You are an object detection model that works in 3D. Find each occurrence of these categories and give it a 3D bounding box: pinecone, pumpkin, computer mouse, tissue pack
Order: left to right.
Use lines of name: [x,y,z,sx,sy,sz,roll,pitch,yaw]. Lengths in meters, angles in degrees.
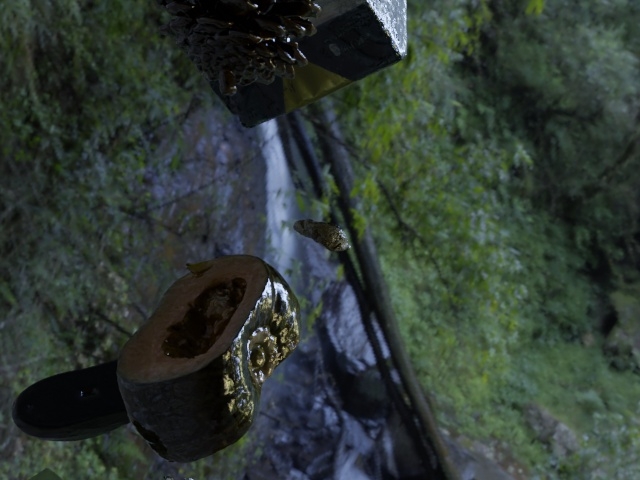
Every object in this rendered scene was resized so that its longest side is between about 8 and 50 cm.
computer mouse: [-0.470,0.326,1.693,0.269,0.086,0.138,-13,53,-21]
pumpkin: [-0.166,0.155,1.193,0.221,0.139,0.317,-6,35,27]
pinecone: [-0.114,-0.360,1.232,0.244,0.309,0.244,18,-3,1]
tissue pack: [-0.044,-0.454,1.815,0.253,0.416,0.264,49,34,-36]

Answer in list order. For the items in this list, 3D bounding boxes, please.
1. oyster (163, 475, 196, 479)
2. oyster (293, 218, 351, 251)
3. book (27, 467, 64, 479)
oyster: [-0.200,0.463,1.381,0.166,0.094,0.294,18,-2,0]
oyster: [0.000,0.000,1.361,0.083,0.038,0.081,0,-28,25]
book: [-0.471,0.512,1.269,0.239,0.035,0.352,39,39,16]
